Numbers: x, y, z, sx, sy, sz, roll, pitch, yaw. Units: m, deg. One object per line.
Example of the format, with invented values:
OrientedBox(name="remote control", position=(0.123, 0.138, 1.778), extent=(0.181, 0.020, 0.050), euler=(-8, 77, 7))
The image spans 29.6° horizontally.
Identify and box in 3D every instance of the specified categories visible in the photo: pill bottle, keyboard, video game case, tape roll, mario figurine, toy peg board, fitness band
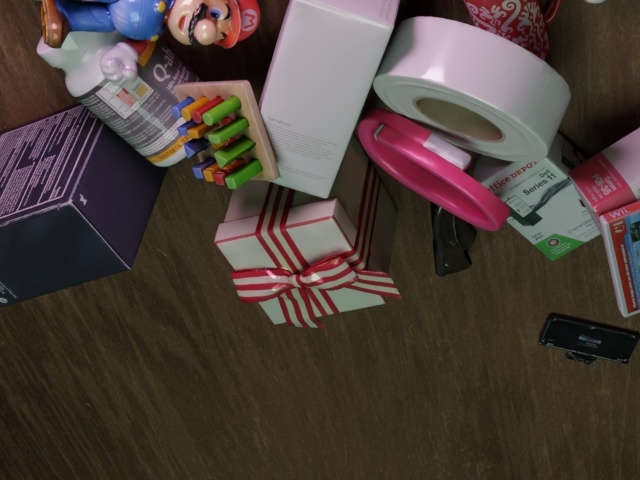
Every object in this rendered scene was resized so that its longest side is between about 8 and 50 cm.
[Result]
OrientedBox(name="pill bottle", position=(-0.308, -0.259, 1.954), extent=(0.162, 0.162, 0.278), euler=(-26, 126, 34))
OrientedBox(name="keyboard", position=(0.518, 0.198, 2.354), extent=(0.180, 0.023, 0.108), euler=(13, 131, 0))
OrientedBox(name="video game case", position=(0.580, -0.008, 1.863), extent=(0.285, 0.025, 0.204), euler=(-21, 127, 1))
OrientedBox(name="tape roll", position=(0.224, -0.221, 1.811), extent=(0.286, 0.100, 0.286), euler=(23, 172, 3))
OrientedBox(name="mario figurine", position=(-0.240, -0.332, 1.789), extent=(0.321, 0.170, 0.198), euler=(-2, 170, -20))
OrientedBox(name="toy peg board", position=(-0.165, -0.155, 1.857), extent=(0.161, 0.079, 0.161), euler=(5, 122, 43))
OrientedBox(name="fitness band", position=(0.179, -0.112, 1.963), extent=(0.291, 0.054, 0.209), euler=(34, 171, 23))

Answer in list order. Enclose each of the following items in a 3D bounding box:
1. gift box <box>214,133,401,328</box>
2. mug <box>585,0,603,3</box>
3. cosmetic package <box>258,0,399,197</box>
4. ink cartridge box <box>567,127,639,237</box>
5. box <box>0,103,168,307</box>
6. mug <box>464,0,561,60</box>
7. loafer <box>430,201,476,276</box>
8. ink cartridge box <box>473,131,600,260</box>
OrientedBox(name="gift box", position=(0.000, 0.000, 2.089), extent=(0.255, 0.258, 0.276), euler=(-16, 129, 28))
OrientedBox(name="mug", position=(0.395, -0.380, 1.747), extent=(0.078, 0.062, 0.064), euler=(34, 147, 8))
OrientedBox(name="cosmetic package", position=(0.001, -0.266, 1.853), extent=(0.155, 0.197, 0.365), euler=(18, 138, -5))
OrientedBox(name="ink cartridge box", position=(0.562, -0.087, 1.893), extent=(0.283, 0.117, 0.207), euler=(-32, 125, 8))
OrientedBox(name="box", position=(-0.446, -0.071, 2.087), extent=(0.294, 0.296, 0.182), euler=(-16, 130, 28))
OrientedBox(name="mug", position=(0.290, -0.337, 1.775), extent=(0.150, 0.113, 0.169), euler=(-7, 137, 22))
OrientedBox(name="loafer", position=(0.237, -0.024, 2.151), extent=(0.078, 0.080, 0.220), euler=(-5, 141, 4))
OrientedBox(name="ink cartridge box", position=(0.377, -0.084, 2.027), extent=(0.208, 0.087, 0.153), euler=(39, 132, -19))
